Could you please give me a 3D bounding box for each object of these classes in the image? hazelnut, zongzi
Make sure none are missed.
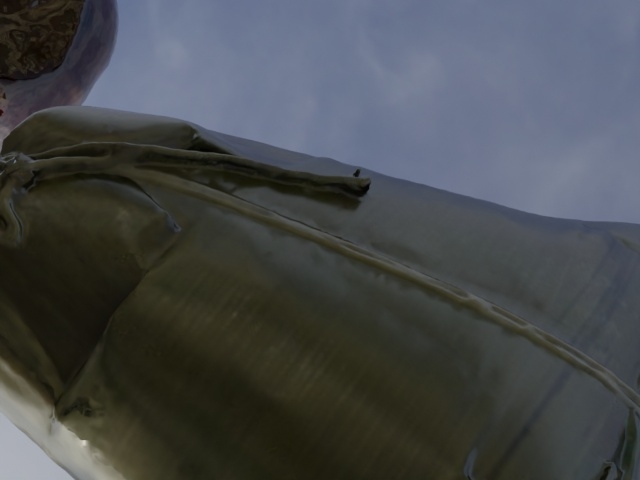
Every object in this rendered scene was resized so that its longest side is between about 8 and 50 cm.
[{"bbox_3d":[-0.305,-0.198,1.115,0.218,0.218,0.234,21,-108,29],"label":"hazelnut"},{"bbox_3d":[0.000,0.000,0.588,0.447,0.181,0.418,38,-132,6],"label":"zongzi"}]
